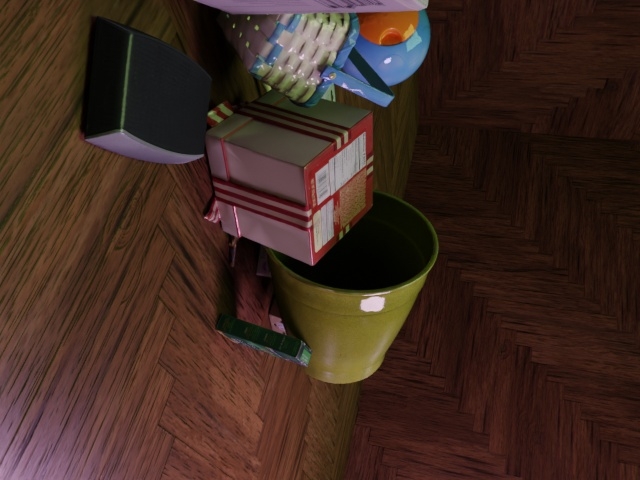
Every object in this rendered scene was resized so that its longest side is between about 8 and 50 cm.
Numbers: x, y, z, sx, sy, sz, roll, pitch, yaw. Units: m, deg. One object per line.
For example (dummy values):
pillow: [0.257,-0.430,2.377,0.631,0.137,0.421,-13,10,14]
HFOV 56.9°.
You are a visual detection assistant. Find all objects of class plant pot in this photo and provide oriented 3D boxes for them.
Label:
plant pot: [-0.076,0.194,1.543,0.096,0.109,0.109,-54,150,-37]
plant pot: [0.052,0.122,1.332,0.366,0.366,0.353,-64,163,-50]

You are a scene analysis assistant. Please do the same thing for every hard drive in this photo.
hard drive: [-0.232,-0.199,0.844,0.254,0.054,0.172,-1,98,-75]

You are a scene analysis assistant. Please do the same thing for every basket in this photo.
basket: [-0.016,-0.352,1.049,0.289,0.255,0.201,11,127,-47]

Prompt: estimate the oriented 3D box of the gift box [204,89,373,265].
gift box: [-0.075,-0.131,1.103,0.276,0.258,0.255,-39,140,-41]

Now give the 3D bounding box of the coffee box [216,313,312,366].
coffee box: [-0.115,0.210,1.229,0.113,0.184,0.040,65,44,-66]

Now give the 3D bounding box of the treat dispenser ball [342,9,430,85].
treat dispenser ball: [0.174,-0.594,1.717,0.288,0.288,0.288,7,90,-75]

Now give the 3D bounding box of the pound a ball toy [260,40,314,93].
pound a ball toy: [-0.054,-0.410,1.251,0.319,0.135,0.208,77,25,-52]

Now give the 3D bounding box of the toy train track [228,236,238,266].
toy train track: [-0.182,0.015,1.219,0.048,0.014,0.083,-63,163,-69]

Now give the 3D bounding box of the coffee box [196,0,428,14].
coffee box: [-0.064,-0.473,0.683,0.338,0.337,0.335,-13,110,-61]

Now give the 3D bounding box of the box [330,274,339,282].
box: [0.000,0.000,1.586,0.167,0.168,0.203,1,96,-74]

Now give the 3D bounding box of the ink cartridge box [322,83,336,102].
ink cartridge box: [-0.005,-0.347,1.639,0.223,0.045,0.224,83,20,-47]

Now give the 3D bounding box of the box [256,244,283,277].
box: [-0.092,-0.072,1.410,0.067,0.063,0.324,18,80,-72]
